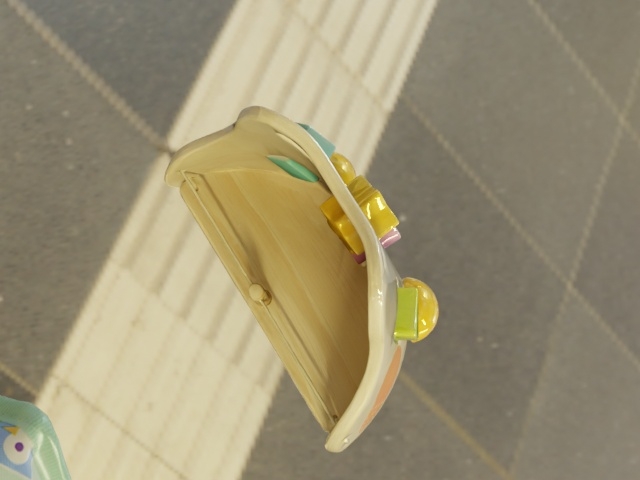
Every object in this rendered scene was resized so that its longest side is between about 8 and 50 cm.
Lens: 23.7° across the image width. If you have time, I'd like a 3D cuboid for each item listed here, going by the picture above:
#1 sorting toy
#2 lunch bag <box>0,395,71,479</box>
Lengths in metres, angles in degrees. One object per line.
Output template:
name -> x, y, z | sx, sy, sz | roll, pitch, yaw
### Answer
sorting toy -> 0.000, 0.000, 0.356 | 0.044, 0.075, 0.083 | -30, 78, -8
lunch bag -> -0.238, 0.149, 0.560 | 0.223, 0.262, 0.160 | -39, 125, -40
